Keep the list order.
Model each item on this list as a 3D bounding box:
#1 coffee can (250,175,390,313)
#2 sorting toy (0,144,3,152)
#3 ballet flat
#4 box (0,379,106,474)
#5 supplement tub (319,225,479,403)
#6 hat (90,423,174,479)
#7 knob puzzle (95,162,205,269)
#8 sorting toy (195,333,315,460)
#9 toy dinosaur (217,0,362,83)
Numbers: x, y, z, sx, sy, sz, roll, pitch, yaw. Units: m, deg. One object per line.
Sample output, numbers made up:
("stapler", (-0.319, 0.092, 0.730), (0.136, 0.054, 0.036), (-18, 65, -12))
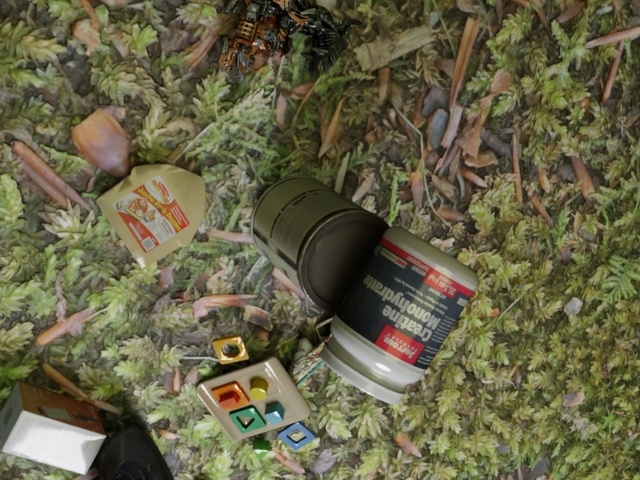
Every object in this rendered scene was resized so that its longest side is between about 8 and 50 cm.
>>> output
("coffee can", (0.000, 0.000, 1.672), (0.201, 0.275, 0.202), (-8, 111, -22))
("sorting toy", (-0.588, -0.172, 1.495), (0.083, 0.012, 0.062), (-46, 115, 0))
("ballet flat", (0.001, 0.228, 1.875), (0.241, 0.091, 0.077), (-39, 89, -13))
("box", (-0.518, 0.359, 1.641), (0.170, 0.130, 0.091), (27, 94, -30))
("supplement tub", (0.137, 0.129, 1.510), (0.191, 0.191, 0.272), (29, 94, -29))
("hat", (-0.403, 0.534, 1.704), (0.133, 0.331, 0.332), (-12, 116, 14))
("knob puzzle", (-0.309, -0.067, 1.649), (0.213, 0.030, 0.213), (-8, 110, -22))
("sorting toy", (-0.144, 0.348, 1.818), (0.195, 0.047, 0.348), (-23, 118, 14))
("toy dinosaur", (-0.049, -0.420, 1.588), (0.218, 0.164, 0.322), (39, 111, -14))
